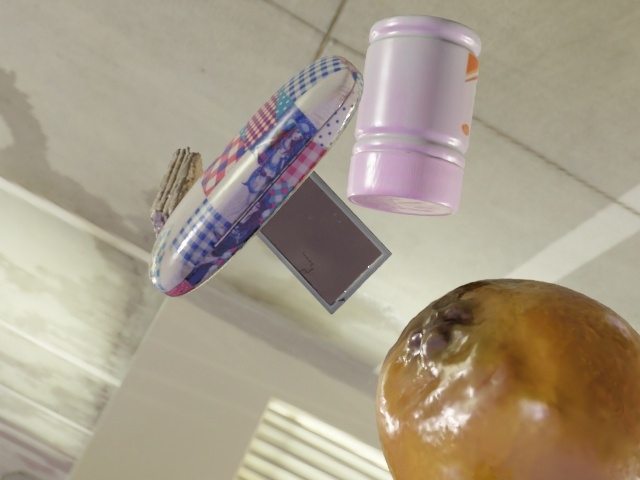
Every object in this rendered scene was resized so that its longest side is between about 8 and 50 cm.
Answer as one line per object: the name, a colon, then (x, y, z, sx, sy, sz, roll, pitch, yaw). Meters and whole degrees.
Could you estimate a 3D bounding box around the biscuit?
biscuit: (-0.257, -0.071, 1.616, 0.062, 0.239, 0.108, -6, 124, 7)

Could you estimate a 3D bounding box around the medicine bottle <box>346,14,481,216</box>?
medicine bottle: (0.163, -0.211, 1.530, 0.202, 0.315, 0.202, 9, 174, 1)

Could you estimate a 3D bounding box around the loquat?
loquat: (0.221, 0.199, 0.964, 0.328, 0.328, 0.328, 20, 153, 11)

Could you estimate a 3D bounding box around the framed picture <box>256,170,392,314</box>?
framed picture: (0.000, 0.000, 1.933, 0.273, 0.016, 0.216, 48, 116, 8)

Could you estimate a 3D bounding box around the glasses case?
glasses case: (-0.075, -0.071, 0.968, 0.076, 0.327, 0.125, 38, -172, -26)
